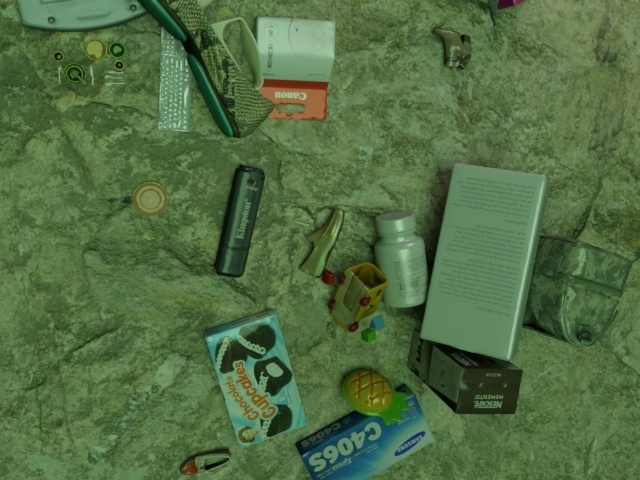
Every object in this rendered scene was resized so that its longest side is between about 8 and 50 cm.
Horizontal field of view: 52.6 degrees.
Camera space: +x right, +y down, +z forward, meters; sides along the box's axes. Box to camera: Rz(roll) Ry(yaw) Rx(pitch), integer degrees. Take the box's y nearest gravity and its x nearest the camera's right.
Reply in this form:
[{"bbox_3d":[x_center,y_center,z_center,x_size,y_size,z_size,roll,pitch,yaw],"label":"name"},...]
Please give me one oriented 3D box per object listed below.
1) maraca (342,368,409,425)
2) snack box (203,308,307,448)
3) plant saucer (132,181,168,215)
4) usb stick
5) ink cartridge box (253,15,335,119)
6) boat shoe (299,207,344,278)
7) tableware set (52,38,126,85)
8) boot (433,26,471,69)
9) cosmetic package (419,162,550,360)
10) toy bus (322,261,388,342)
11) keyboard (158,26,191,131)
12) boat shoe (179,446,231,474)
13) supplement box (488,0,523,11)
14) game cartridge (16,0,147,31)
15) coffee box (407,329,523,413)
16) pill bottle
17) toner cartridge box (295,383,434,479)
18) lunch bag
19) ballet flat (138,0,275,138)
[{"bbox_3d":[0.145,0.413,1.718,0.186,0.099,0.127,30,57,16],"label":"maraca"},{"bbox_3d":[-0.165,0.355,1.666,0.187,0.060,0.321,-18,105,-11],"label":"snack box"},{"bbox_3d":[-0.404,-0.098,1.538,0.084,0.013,0.083,-3,101,-14],"label":"plant saucer"},{"bbox_3d":[-0.198,-0.044,1.588,0.077,0.045,0.277,11,97,-16],"label":"usb stick"},{"bbox_3d":[-0.063,-0.409,1.550,0.189,0.066,0.232,-1,97,-14],"label":"ink cartridge box"},{"bbox_3d":[0.000,0.000,1.642,0.072,0.068,0.189,21,95,-6],"label":"boat shoe"},{"bbox_3d":[-0.513,-0.398,1.446,0.154,0.024,0.103,-2,101,-14],"label":"tableware set"},{"bbox_3d":[0.333,-0.486,1.648,0.119,0.042,0.086,9,100,-16],"label":"boot"},{"bbox_3d":[0.419,0.049,1.640,0.230,0.161,0.452,12,93,23],"label":"cosmetic package"},{"bbox_3d":[0.099,0.153,1.665,0.104,0.202,0.190,-19,98,-38],"label":"toy bus"},{"bbox_3d":[-0.335,-0.383,1.502,0.072,0.014,0.255,2,100,-15],"label":"keyboard"},{"bbox_3d":[-0.299,0.578,1.682,0.137,0.043,0.049,-17,106,-10],"label":"boat shoe"},{"bbox_3d":[0.463,-0.698,1.605,0.114,0.111,0.219,-25,107,-10],"label":"supplement box"},{"bbox_3d":[-0.509,-0.558,1.402,0.295,0.060,0.195,-13,100,-12],"label":"game cartridge"},{"bbox_3d":[0.365,0.334,1.679,0.168,0.297,0.118,6,99,-16],"label":"coffee box"},{"bbox_3d":[0.207,0.046,1.668,0.131,0.131,0.229,-13,104,-12],"label":"pill bottle"},{"bbox_3d":[0.123,0.551,1.773,0.348,0.075,0.165,-27,107,-9],"label":"toner cartridge box"},{"bbox_3d":[0.628,0.132,1.714,0.213,0.305,0.255,18,90,-18],"label":"lunch bag"},{"bbox_3d":[-0.252,-0.451,1.415,0.182,0.164,0.482,-40,123,-10],"label":"ballet flat"}]
